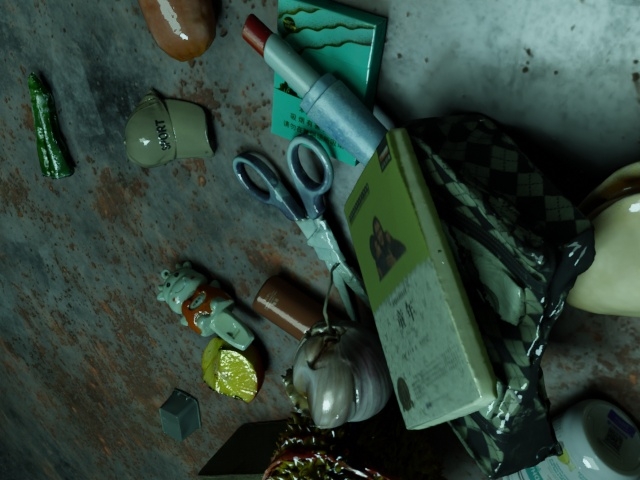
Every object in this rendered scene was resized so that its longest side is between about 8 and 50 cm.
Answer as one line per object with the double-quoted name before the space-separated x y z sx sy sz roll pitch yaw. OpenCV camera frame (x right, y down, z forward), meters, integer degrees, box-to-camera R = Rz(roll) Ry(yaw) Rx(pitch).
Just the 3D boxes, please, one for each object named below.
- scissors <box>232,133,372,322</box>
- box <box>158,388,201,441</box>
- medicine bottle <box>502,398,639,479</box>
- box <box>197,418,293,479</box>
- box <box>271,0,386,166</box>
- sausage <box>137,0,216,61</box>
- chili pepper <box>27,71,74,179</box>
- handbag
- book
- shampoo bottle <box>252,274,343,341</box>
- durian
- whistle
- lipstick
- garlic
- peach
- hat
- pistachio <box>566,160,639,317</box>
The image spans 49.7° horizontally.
"scissors" 0.000 0.000 1.191 0.256 0.029 0.383 -4 122 52
"box" -0.359 0.447 1.755 0.084 0.069 0.122 21 130 27
"medicine bottle" 0.387 0.349 1.088 0.135 0.135 0.215 41 135 5
"box" -0.112 0.511 1.535 0.273 0.184 0.143 -22 104 43
"box" 0.005 -0.239 1.028 0.161 0.042 0.226 24 132 20
"sausage" -0.235 -0.403 1.047 0.113 0.113 0.259 1 118 36
"chili pepper" -0.578 -0.242 1.449 0.088 0.059 0.227 18 127 32
"handbag" 0.215 0.079 0.919 0.317 0.180 0.416 -124 26 -53
"book" 0.112 0.064 0.908 0.239 0.035 0.352 121 136 -62
"shampoo bottle" -0.010 0.160 1.292 0.244 0.085 0.085 34 134 10
"durian" 0.056 0.442 1.223 0.347 0.384 0.347 20 138 19
"whistle" -0.240 0.137 1.425 0.253 0.106 0.102 38 113 17
"lipstick" -0.008 -0.213 0.979 0.274 0.061 0.068 44 137 0
"garlic" 0.012 0.183 1.164 0.207 0.207 0.257 -34 70 45
"peach" -0.177 0.267 1.466 0.151 0.118 0.151 3 94 47
"hat" -0.274 -0.189 1.239 0.175 0.085 0.147 9 123 33
"pistachio" 0.405 -0.003 0.797 0.214 0.193 0.318 31 151 -12
